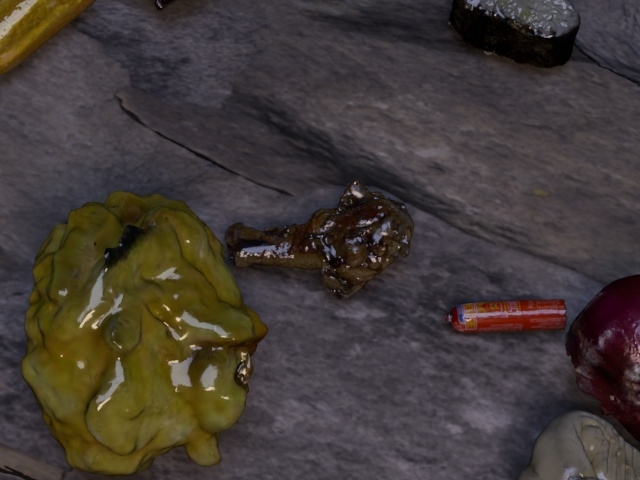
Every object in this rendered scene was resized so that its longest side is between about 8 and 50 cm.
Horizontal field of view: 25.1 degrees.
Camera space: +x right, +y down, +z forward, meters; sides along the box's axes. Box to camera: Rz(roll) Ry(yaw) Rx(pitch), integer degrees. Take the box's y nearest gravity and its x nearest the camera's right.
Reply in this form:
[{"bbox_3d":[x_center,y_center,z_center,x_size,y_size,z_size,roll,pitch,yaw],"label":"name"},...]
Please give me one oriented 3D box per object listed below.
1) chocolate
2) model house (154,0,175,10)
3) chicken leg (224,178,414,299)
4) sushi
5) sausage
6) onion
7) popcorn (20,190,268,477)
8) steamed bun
[{"bbox_3d":[-0.354,-0.238,1.644,0.085,0.085,0.219,36,68,15],"label":"chocolate"},{"bbox_3d":[-0.171,-0.377,1.690,0.164,0.141,0.203,35,63,26],"label":"model house"},{"bbox_3d":[0.003,0.006,1.539,0.196,0.080,0.125,-22,55,-5],"label":"chicken leg"},{"bbox_3d":[0.227,-0.259,1.679,0.150,0.078,0.090,20,57,9],"label":"sushi"},{"bbox_3d":[0.195,0.080,1.526,0.129,0.034,0.034,-1,63,-3],"label":"sausage"},{"bbox_3d":[0.344,0.103,1.447,0.195,0.140,0.218,33,26,-10],"label":"onion"},{"bbox_3d":[-0.175,0.093,1.408,0.252,0.215,0.286,25,61,-26],"label":"popcorn"},{"bbox_3d":[0.262,0.289,1.353,0.218,0.144,0.211,34,32,-12],"label":"steamed bun"}]
